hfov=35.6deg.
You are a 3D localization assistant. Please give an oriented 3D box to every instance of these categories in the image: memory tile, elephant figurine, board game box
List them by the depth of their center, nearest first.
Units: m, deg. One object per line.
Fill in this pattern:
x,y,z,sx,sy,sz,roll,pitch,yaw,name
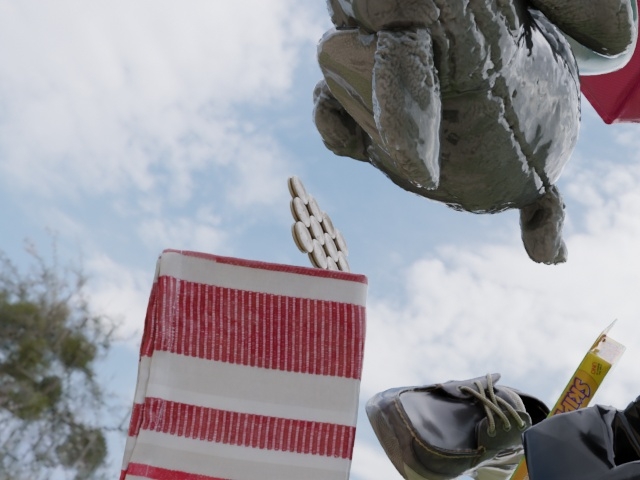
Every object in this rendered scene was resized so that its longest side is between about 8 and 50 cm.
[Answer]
0.056,-0.103,0.479,0.186,0.169,0.239,14,-6,10,elephant figurine
0.254,0.204,1.069,0.039,0.259,0.124,29,14,19,board game box
0.000,0.000,1.160,0.012,0.113,0.148,-22,-43,17,memory tile

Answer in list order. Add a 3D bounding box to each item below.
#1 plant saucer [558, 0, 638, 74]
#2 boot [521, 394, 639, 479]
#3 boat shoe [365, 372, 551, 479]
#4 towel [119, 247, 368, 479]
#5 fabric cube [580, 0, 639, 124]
0.116,-0.247,0.736,0.317,0.044,0.317,56,1,-1,plant saucer
0.408,0.283,0.896,0.445,0.367,0.146,63,1,-27,boot
0.177,0.210,1.191,0.355,0.130,0.132,17,37,-58,boat shoe
-0.078,0.179,1.039,0.237,0.328,0.037,8,-15,-5,towel
0.402,-0.301,1.088,0.259,0.254,0.258,-3,-41,-30,fabric cube
